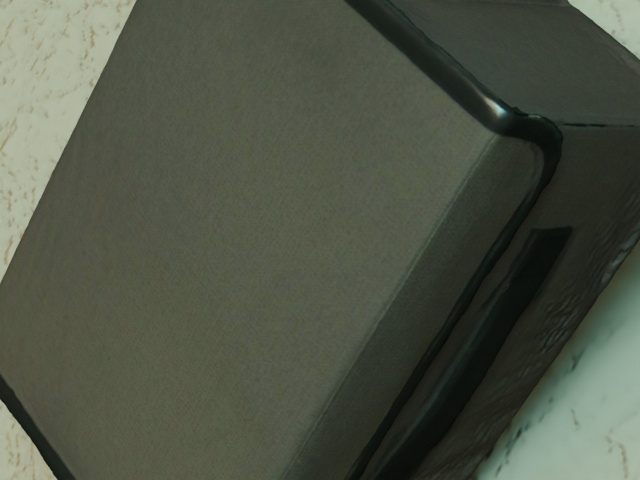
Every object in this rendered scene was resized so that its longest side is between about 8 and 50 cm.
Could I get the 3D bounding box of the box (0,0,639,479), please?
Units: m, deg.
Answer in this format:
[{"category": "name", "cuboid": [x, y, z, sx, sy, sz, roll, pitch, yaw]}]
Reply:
[{"category": "box", "cuboid": [0.000, 0.000, 0.630, 0.188, 0.153, 0.252, 46, 122, 32]}]
